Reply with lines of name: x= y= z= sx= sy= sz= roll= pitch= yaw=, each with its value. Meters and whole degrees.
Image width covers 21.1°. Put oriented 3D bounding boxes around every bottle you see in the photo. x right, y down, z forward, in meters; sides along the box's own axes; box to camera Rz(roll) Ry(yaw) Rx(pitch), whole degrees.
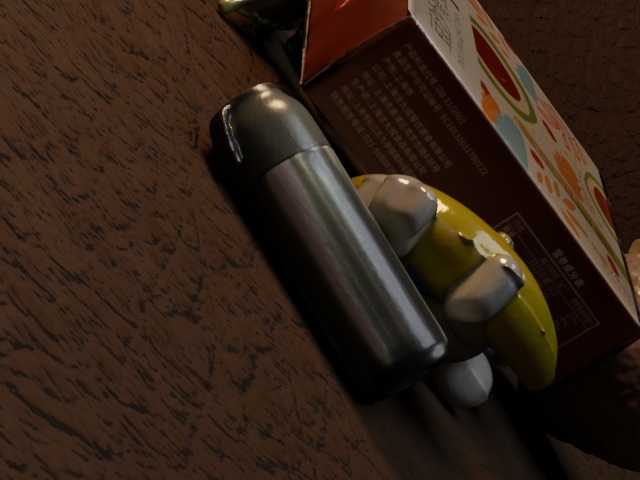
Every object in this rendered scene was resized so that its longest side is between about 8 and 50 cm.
bottle: x=0.000 y=0.000 z=1.298 sx=0.096 sy=0.079 sz=0.254 roll=-17 pitch=72 yaw=-46

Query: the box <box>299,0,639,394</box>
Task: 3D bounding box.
box: x=0.145 y=-0.098 z=1.659 sx=0.385 sy=0.122 sz=0.344 roll=51 pitch=18 yaw=-21

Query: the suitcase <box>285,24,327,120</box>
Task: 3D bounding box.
suitcase: x=0.015 y=-0.177 z=1.871 sx=0.086 sy=0.059 sz=0.126 roll=41 pitch=17 yaw=-53

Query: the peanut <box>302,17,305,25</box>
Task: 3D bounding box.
peanut: x=-0.015 y=-0.308 z=2.031 sx=0.087 sy=0.087 sz=0.206 roll=63 pitch=11 yaw=30

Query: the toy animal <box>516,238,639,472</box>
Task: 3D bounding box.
toy animal: x=0.360 y=0.126 z=1.742 sx=0.188 sy=0.358 sz=0.227 roll=-17 pitch=112 yaw=-58

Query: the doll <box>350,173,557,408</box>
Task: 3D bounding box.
doll: x=0.096 y=0.043 z=1.410 sx=0.237 sy=0.111 sz=0.252 roll=42 pitch=-21 yaw=-8

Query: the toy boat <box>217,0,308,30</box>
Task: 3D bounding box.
toy boat: x=-0.044 y=-0.270 z=1.805 sx=0.293 sy=0.099 sz=0.109 roll=-80 pitch=160 yaw=-74
